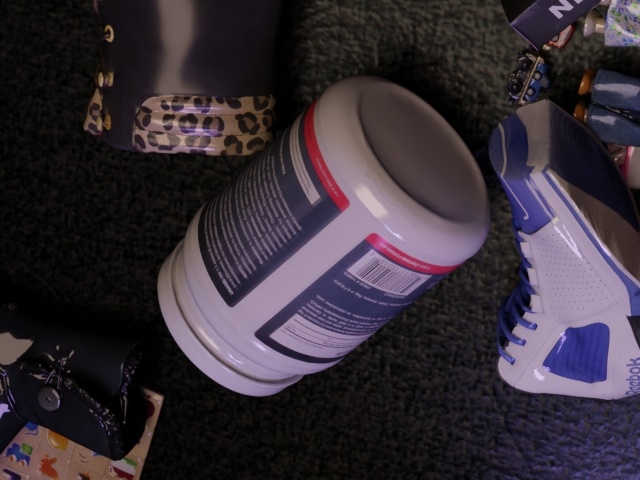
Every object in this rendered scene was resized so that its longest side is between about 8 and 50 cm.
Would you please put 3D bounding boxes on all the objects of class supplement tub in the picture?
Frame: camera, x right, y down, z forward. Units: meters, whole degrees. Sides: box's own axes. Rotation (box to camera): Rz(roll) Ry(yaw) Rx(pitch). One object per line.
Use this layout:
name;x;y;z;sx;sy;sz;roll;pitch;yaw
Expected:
supplement tub;0.000;0.000;1.318;0.191;0.191;0.272;49;122;-2

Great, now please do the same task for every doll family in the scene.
doll family;0.299;-0.132;1.228;0.163;0.118;0.263;11;112;17

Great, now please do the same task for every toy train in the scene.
toy train;0.205;-0.187;1.293;0.036;0.027;0.158;22;112;-2

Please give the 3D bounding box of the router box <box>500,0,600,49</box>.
router box;0.218;-0.259;1.209;0.179;0.133;0.046;-38;131;25

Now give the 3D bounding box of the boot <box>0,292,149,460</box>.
boot;-0.291;0.189;1.523;0.207;0.094;0.246;21;106;15

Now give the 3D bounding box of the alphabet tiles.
alphabet tiles;-0.298;0.203;1.588;0.237;0.009;0.198;23;113;10

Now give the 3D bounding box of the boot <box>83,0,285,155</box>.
boot;-0.193;-0.235;1.350;0.377;0.138;0.284;7;109;10

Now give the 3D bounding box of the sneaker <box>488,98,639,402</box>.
sneaker;0.208;0.047;1.282;0.182;0.127;0.315;-24;122;29
